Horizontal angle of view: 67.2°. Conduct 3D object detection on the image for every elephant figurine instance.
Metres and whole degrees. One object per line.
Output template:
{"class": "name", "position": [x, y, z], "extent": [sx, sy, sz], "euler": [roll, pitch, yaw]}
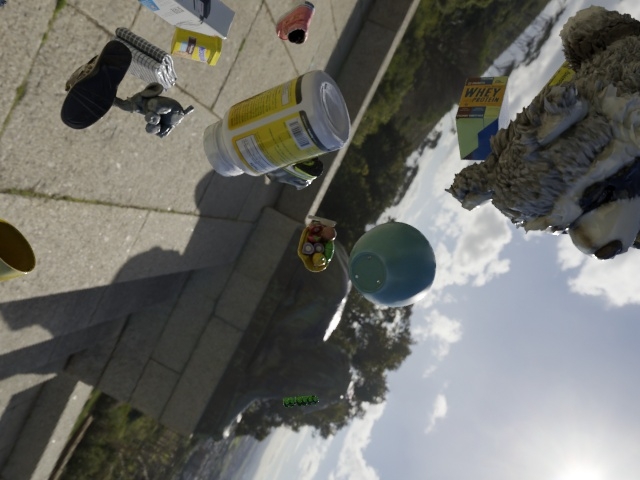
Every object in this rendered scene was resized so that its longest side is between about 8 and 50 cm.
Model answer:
{"class": "elephant figurine", "position": [-0.638, -0.512, 1.809], "extent": [0.169, 0.239, 0.186], "euler": [-55, 150, 15]}

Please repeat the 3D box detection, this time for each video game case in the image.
{"class": "video game case", "position": [0.443, -0.262, 1.007], "extent": [0.248, 0.035, 0.275], "euler": [-47, 169, -23]}

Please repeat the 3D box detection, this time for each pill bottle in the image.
{"class": "pill bottle", "position": [-0.112, -0.266, 1.165], "extent": [0.188, 0.334, 0.187], "euler": [35, 48, -52]}

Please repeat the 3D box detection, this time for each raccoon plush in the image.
{"class": "raccoon plush", "position": [0.281, -0.156, 0.582], "extent": [0.446, 0.299, 0.216], "euler": [-99, -157, -49]}

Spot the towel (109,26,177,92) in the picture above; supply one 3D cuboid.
{"class": "towel", "position": [-0.758, -0.783, 2.097], "extent": [0.121, 0.235, 0.284], "euler": [-62, -175, -6]}

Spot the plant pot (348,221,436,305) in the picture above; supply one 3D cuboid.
{"class": "plant pot", "position": [0.203, 0.089, 1.569], "extent": [0.195, 0.290, 0.290], "euler": [-10, 130, -54]}

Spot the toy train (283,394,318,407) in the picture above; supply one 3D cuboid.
{"class": "toy train", "position": [-0.046, 0.364, 1.095], "extent": [0.023, 0.083, 0.017], "euler": [-126, -139, -59]}

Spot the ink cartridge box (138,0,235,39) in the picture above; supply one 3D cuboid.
{"class": "ink cartridge box", "position": [-0.542, -0.952, 1.964], "extent": [0.307, 0.223, 0.129], "euler": [24, 84, -46]}

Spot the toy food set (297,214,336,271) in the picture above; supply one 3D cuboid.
{"class": "toy food set", "position": [0.000, 0.000, 1.701], "extent": [0.071, 0.128, 0.217], "euler": [-33, -139, 58]}

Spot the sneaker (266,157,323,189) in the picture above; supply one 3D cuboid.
{"class": "sneaker", "position": [-0.148, -0.236, 1.405], "extent": [0.121, 0.300, 0.111], "euler": [-53, -169, 47]}

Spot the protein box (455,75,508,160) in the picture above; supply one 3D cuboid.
{"class": "protein box", "position": [0.556, -0.412, 1.639], "extent": [0.201, 0.136, 0.199], "euler": [-67, 150, -28]}

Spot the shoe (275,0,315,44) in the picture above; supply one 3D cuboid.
{"class": "shoe", "position": [-0.077, -0.554, 1.272], "extent": [0.178, 0.064, 0.081], "euler": [-5, -111, 60]}

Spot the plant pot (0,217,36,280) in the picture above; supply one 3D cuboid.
{"class": "plant pot", "position": [-0.665, 0.032, 0.970], "extent": [0.095, 0.134, 0.134], "euler": [-31, 173, -2]}

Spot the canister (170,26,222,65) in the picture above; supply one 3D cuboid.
{"class": "canister", "position": [-0.478, -0.745, 1.848], "extent": [0.126, 0.170, 0.073], "euler": [-28, -119, 60]}

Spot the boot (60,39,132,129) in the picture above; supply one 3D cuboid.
{"class": "boot", "position": [-0.872, -0.558, 1.803], "extent": [0.284, 0.138, 0.377], "euler": [1, -115, 47]}

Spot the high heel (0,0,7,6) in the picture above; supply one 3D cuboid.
{"class": "high heel", "position": [-0.826, -0.763, 1.256], "extent": [0.261, 0.093, 0.186], "euler": [-53, 159, -14]}
